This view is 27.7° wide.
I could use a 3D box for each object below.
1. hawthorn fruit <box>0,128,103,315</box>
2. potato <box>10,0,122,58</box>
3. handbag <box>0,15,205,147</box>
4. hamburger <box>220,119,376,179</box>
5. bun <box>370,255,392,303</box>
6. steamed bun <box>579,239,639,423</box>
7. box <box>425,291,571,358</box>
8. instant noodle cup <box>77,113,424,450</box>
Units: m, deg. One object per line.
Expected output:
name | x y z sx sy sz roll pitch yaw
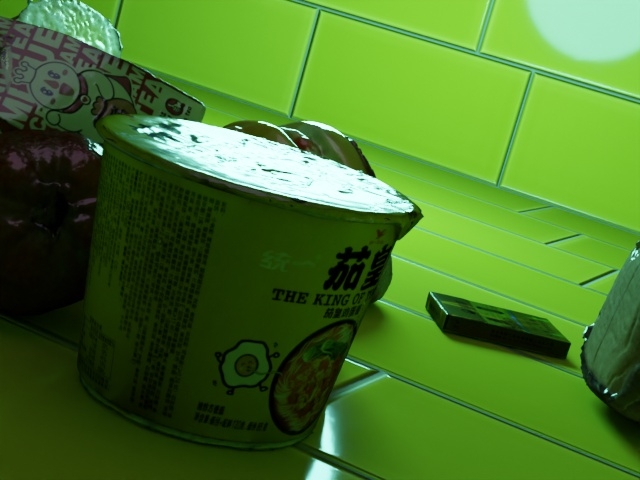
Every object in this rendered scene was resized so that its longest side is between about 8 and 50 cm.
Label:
hawthorn fruit | -0.324 -0.022 1.433 0.211 0.210 0.262 11 -3 -22
potato | -0.544 -0.298 2.403 0.237 0.300 0.289 -1 -37 42
handbag | -0.309 -0.145 1.562 0.298 0.171 0.151 29 -30 -21
hamburger | -0.088 -0.025 1.609 0.186 0.260 0.303 1 10 -38
bun | 0.000 0.000 1.868 0.239 0.141 0.239 18 10 -3
steamed bun | 0.474 0.124 1.663 0.199 0.251 0.301 24 16 -2
box | 0.259 0.124 1.912 0.193 0.030 0.121 14 11 -11
instant noodle cup | -0.091 0.040 1.275 0.326 0.254 0.325 16 11 -3
